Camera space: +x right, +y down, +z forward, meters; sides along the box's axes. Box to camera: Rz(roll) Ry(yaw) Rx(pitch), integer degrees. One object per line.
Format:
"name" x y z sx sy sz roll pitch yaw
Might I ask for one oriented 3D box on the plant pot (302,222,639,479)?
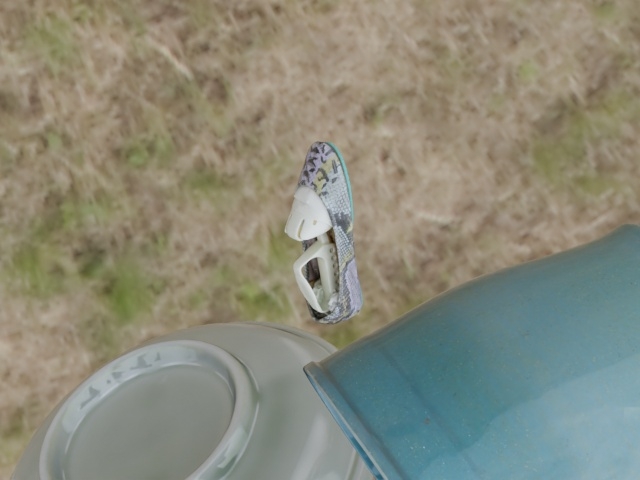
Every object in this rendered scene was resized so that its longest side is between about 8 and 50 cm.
"plant pot" 0.168 0.128 1.017 0.255 0.271 0.271 -35 139 -4

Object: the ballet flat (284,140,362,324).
"ballet flat" 0.000 0.000 0.834 0.041 0.041 0.114 -15 118 -13

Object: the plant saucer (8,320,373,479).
"plant saucer" -0.148 0.202 1.351 0.400 0.400 0.100 -27 127 1
